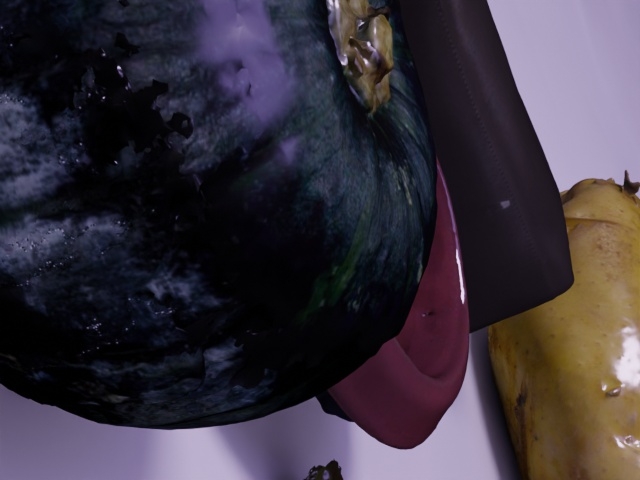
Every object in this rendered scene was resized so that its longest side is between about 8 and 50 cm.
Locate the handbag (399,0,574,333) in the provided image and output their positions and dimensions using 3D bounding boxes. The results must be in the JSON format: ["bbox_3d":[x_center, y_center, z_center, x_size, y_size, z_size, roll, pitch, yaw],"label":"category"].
[{"bbox_3d":[0.060,-0.115,1.003,0.257,0.113,0.285,-90,160,-45],"label":"handbag"}]

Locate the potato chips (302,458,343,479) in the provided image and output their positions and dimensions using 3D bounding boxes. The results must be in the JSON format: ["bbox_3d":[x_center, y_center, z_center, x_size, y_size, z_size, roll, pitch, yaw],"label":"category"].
[{"bbox_3d":[0.036,0.189,0.786,0.142,0.026,0.209,-58,126,-70],"label":"potato chips"}]

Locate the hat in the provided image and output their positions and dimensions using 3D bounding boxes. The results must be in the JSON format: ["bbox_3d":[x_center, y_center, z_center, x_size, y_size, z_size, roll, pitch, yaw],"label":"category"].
[{"bbox_3d":[0.000,0.000,0.780,0.205,0.089,0.205,50,32,-47],"label":"hat"}]

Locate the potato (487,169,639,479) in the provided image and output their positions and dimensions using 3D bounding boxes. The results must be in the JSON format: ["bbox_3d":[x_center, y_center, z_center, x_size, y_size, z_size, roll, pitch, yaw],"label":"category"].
[{"bbox_3d":[0.188,0.089,1.139,0.173,0.140,0.300,56,27,-54],"label":"potato"}]

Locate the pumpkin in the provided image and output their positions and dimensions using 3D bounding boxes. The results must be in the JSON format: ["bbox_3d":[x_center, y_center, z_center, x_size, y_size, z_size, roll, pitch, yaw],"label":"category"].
[{"bbox_3d":[-0.052,-0.048,0.564,0.233,0.163,0.233,53,27,-42],"label":"pumpkin"}]
